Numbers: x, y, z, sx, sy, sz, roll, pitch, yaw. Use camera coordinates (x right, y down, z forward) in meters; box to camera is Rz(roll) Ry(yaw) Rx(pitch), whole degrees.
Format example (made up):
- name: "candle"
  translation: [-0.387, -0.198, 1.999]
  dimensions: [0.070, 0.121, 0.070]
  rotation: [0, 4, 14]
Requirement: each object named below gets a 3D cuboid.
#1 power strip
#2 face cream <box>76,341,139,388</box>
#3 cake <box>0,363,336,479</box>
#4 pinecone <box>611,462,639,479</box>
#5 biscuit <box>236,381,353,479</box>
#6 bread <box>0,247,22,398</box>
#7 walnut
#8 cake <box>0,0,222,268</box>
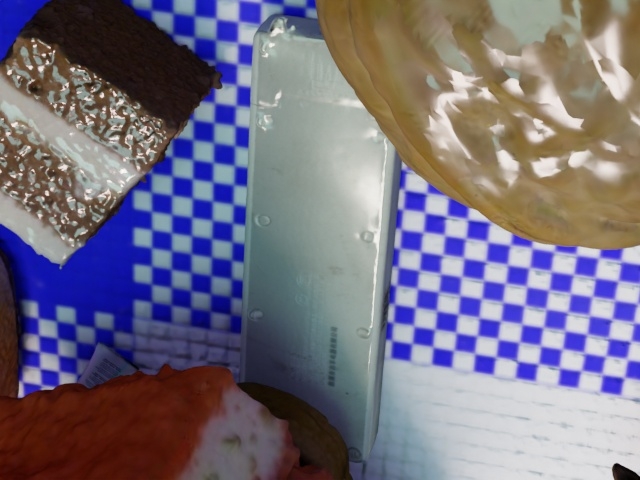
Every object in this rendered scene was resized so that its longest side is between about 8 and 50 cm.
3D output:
- name: "power strip"
  translation: [0.000, 0.000, 1.065]
  dimensions: [0.106, 0.043, 0.367]
  rotation: [9, 119, 9]
- name: "face cream"
  translation: [-0.187, 0.128, 1.190]
  dimensions: [0.038, 0.020, 0.115]
  rotation: [36, 118, -4]
- name: "cake"
  translation: [-0.128, 0.278, 0.999]
  dimensions: [0.270, 0.269, 0.319]
  rotation: [-16, 119, 32]
- name: "pinecone"
  translation: [0.314, 0.199, 0.989]
  dimensions: [0.272, 0.224, 0.224]
  rotation: [-37, 103, 23]
- name: "biscuit"
  translation: [-0.081, 0.250, 1.175]
  dimensions: [0.359, 0.074, 0.381]
  rotation: [29, 128, -3]
- name: "bread"
  translation: [-0.332, 0.063, 1.136]
  dimensions: [0.190, 0.123, 0.244]
  rotation: [13, 117, 9]
- name: "walnut"
  translation: [0.140, -0.137, 0.842]
  dimensions: [0.277, 0.252, 0.313]
  rotation: [-24, 118, 23]
- name: "cake"
  translation: [-0.165, -0.077, 1.013]
  dimensions: [0.134, 0.135, 0.147]
  rotation: [33, 115, -3]
